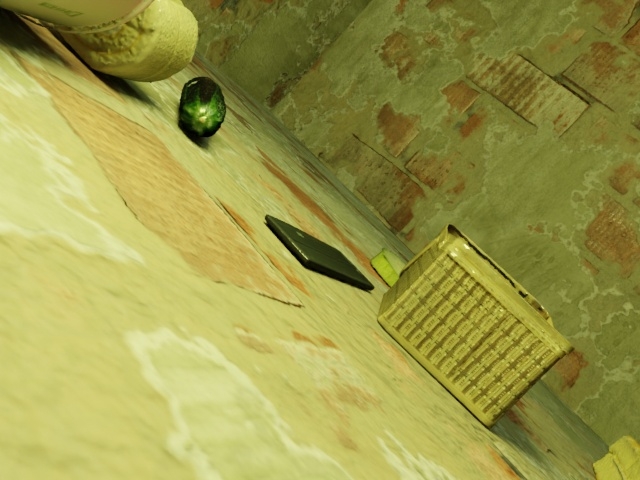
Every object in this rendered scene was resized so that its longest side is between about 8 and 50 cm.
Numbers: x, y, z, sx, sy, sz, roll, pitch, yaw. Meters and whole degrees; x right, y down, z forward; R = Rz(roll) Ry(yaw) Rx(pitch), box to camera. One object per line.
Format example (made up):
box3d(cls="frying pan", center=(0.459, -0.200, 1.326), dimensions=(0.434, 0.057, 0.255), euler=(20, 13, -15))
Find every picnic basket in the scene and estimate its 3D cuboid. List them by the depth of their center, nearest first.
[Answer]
box3d(cls="picnic basket", center=(0.228, 0.110, 1.017), dimensions=(0.228, 0.175, 0.313), euler=(43, 7, 3))

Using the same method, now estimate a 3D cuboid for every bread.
box3d(cls="bread", center=(-0.247, -0.276, 0.831), dimensions=(0.148, 0.134, 0.141), euler=(32, 11, 4))
box3d(cls="bread", center=(0.597, 0.488, 1.109), dimensions=(0.246, 0.111, 0.239), euler=(47, 11, 5))

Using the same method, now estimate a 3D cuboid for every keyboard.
box3d(cls="keyboard", center=(-0.010, 0.009, 0.899), dimensions=(0.103, 0.041, 0.381), euler=(46, 2, 24))

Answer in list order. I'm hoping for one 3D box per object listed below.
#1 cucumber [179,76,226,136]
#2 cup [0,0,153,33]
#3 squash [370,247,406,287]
box3d(cls="cucumber", center=(-0.181, -0.203, 1.014), dimensions=(0.074, 0.074, 0.241), euler=(40, 10, -22))
box3d(cls="cup", center=(-0.276, -0.314, 0.569), dimensions=(0.253, 0.253, 0.274), euler=(43, 15, -7))
box3d(cls="squash", center=(0.190, 0.107, 1.387), dimensions=(0.219, 0.041, 0.219), euler=(44, 12, -12))
